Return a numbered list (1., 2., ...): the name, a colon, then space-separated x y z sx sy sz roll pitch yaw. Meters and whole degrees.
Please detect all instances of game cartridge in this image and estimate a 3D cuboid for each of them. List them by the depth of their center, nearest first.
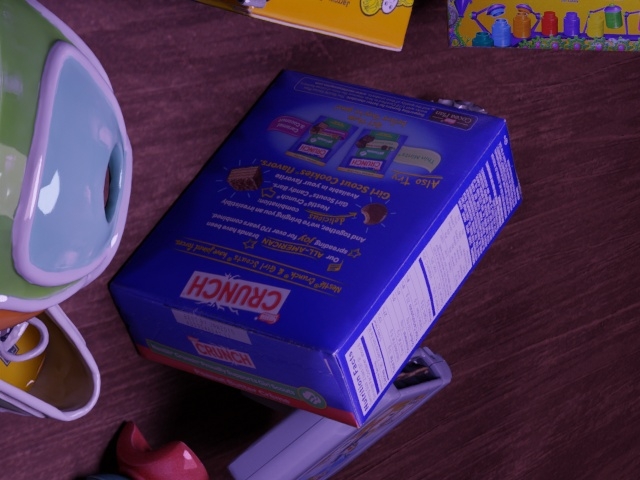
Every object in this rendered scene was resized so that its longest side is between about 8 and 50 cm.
1. game cartridge: 0.018 0.189 1.930 0.198 0.062 0.297 -44 168 13

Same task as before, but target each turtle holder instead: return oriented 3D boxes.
1. turtle holder: -0.257 -0.082 1.324 0.227 0.243 0.320 19 47 -44

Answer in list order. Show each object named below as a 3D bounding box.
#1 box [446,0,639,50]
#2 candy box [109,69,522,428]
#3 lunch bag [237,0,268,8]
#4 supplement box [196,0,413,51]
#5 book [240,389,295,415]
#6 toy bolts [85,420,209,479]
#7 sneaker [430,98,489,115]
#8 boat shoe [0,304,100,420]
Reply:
1. box: 0.283 -0.363 2.032 0.177 0.290 0.279 -73 162 -53
2. candy box: 0.000 0.000 1.823 0.317 0.268 0.122 -51 141 -30
3. lunch bag: -0.122 -0.347 1.440 0.212 0.256 0.305 -19 122 -54
4. supplement box: -0.013 -0.365 1.638 0.195 0.194 0.356 8 100 -46
5. book: -0.033 0.107 2.000 0.035 0.096 0.144 -17 121 -55
6. toy bolts: -0.147 0.313 1.843 0.158 0.218 0.228 -49 125 -25
7. sneaker: 0.101 -0.023 2.163 0.293 0.102 0.146 -55 151 -18
8. boat shoe: -0.274 0.044 1.496 0.136 0.156 0.367 -59 145 -23
